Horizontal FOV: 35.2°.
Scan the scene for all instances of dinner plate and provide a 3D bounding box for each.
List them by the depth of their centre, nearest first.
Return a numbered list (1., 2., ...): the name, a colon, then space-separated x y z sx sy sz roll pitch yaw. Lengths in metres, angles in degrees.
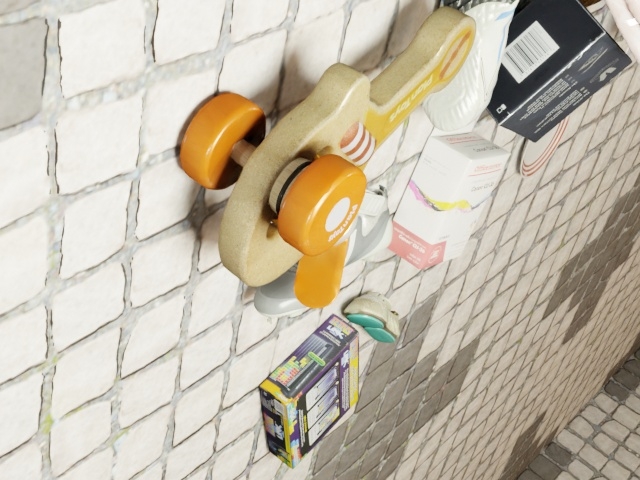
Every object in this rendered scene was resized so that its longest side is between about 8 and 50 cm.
1. dinner plate: 0.339 -0.159 1.531 0.141 0.017 0.141 -41 152 -28

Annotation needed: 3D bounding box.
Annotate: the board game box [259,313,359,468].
1. board game box: -0.011 0.196 1.302 0.141 0.048 0.170 -44 152 -29

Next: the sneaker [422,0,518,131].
1. sneaker: 0.165 -0.233 1.077 0.086 0.085 0.237 -65 172 -64

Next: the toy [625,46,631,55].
1. toy: 0.490 -0.362 1.512 0.237 0.056 0.137 -28 140 -53

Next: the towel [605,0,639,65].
1. towel: 0.378 -0.380 1.069 0.317 0.053 0.332 50 62 -32

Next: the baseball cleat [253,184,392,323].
1. baseball cleat: 0.000 0.000 1.083 0.206 0.072 0.110 -36 133 -40

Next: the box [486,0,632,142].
1. box: 0.270 -0.209 1.208 0.156 0.093 0.158 -41 159 19

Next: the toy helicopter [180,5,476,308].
1. toy helicopter: 0.036 -0.088 0.946 0.355 0.140 0.235 -46 155 -26

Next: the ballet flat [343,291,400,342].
1. ballet flat: 0.069 0.094 1.333 0.168 0.057 0.052 50 48 -68

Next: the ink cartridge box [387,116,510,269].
1. ink cartridge box: 0.167 -0.070 1.272 0.115 0.067 0.198 -15 133 -54

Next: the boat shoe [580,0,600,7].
1. boat shoe: 0.373 -0.374 1.274 0.285 0.089 0.104 -31 171 -38
